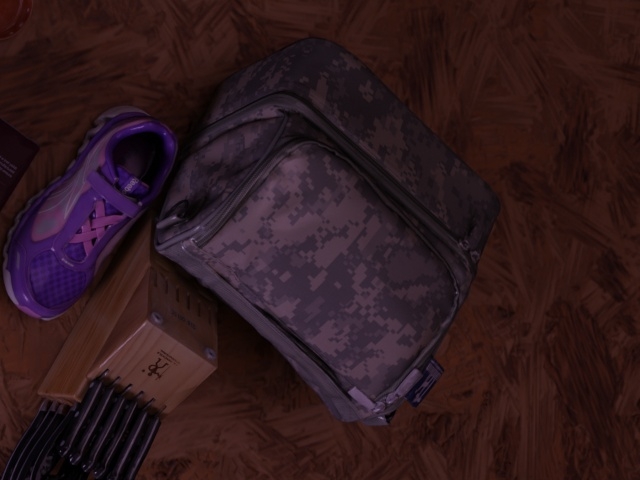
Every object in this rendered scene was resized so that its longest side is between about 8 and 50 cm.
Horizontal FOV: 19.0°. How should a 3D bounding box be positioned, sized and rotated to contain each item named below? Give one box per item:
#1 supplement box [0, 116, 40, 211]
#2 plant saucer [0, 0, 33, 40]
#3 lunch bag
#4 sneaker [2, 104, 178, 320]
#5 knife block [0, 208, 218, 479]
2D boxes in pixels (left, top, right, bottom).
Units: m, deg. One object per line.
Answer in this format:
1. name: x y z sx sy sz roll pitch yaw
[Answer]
1. supplement box: -0.374 -0.023 1.723 0.130 0.073 0.239 39 70 -24
2. plant saucer: -0.312 -0.230 1.807 0.083 0.013 0.084 2 86 -30
3. lunch bag: 0.000 0.000 1.839 0.305 0.212 0.256 44 53 -23
4. sneaker: -0.211 -0.032 1.804 0.095 0.104 0.236 40 69 -24
5. knife block: -0.207 0.132 1.821 0.088 0.242 0.276 37 25 -25
